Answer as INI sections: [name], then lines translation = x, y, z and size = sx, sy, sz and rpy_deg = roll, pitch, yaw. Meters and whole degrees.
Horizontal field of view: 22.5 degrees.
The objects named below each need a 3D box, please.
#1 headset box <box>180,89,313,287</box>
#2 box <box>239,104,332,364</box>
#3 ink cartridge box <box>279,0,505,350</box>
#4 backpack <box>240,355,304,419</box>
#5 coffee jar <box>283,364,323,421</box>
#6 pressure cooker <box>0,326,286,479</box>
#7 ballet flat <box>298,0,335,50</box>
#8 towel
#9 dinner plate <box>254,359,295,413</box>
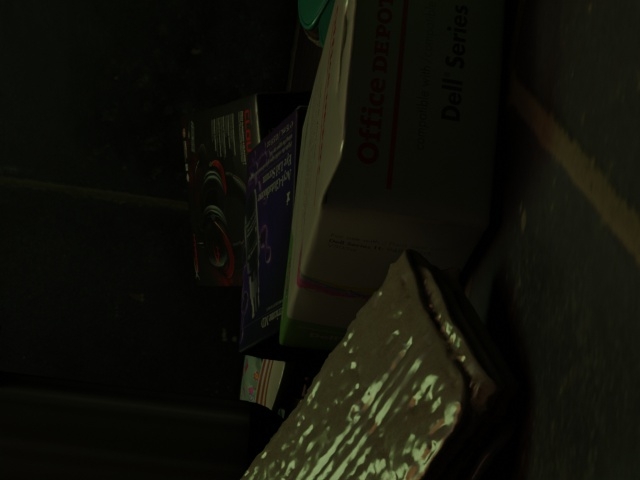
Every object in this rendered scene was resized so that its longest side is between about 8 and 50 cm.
[headset box]
translation = -0.059, -0.056, 1.875
size = 0.293, 0.110, 0.218
rpy_deg = 177, 87, -66
[box]
translation = 0.000, 0.000, 1.489
size = 0.153, 0.108, 0.207
rpy_deg = 144, 131, -64
[ink cartridge box]
translation = 0.053, -0.066, 1.173
size = 0.353, 0.119, 0.207
rpy_deg = 107, 170, -67
[backpack]
translation = -0.029, 0.169, 1.748
size = 0.182, 0.115, 0.152
rpy_deg = 100, 173, -48
[coffee jar]
translation = -0.001, 0.211, 1.576
size = 0.096, 0.079, 0.184
rpy_deg = -177, 95, -84
[pressure cooker]
translation = -0.246, 0.302, 1.388
size = 0.375, 0.420, 0.370
rpy_deg = 102, 175, -52
[ballet flat]
translation = 0.044, -0.211, 1.537
size = 0.107, 0.106, 0.316
rpy_deg = -55, 18, 20
[towel]
translation = 0.018, 0.154, 1.018
size = 0.282, 0.049, 0.187
rpy_deg = -55, 25, 18
[dinner plate]
translation = -0.042, 0.127, 1.600
size = 0.141, 0.017, 0.141
rpy_deg = -164, 90, -82
